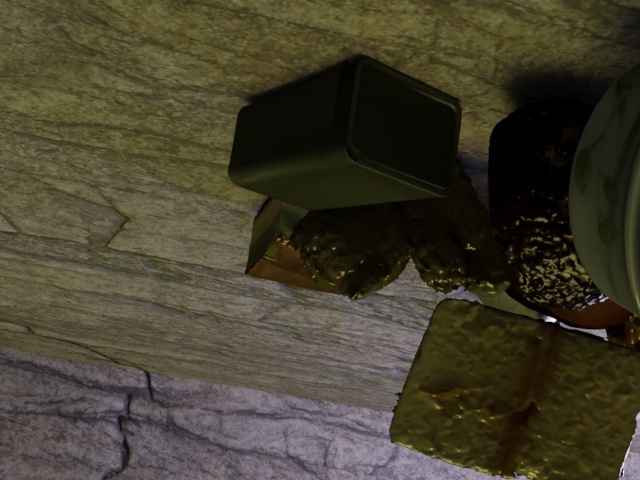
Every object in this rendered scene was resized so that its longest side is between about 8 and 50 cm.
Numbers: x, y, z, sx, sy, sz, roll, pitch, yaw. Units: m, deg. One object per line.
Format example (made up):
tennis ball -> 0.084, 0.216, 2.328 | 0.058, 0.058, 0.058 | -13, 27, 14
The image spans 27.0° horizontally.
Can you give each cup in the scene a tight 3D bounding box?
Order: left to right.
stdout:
cup -> 0.373, -0.050, 1.314 | 0.347, 0.347, 0.163 | 19, 180, -35

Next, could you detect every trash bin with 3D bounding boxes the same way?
trash bin -> 0.025, -0.112, 1.575 | 0.164, 0.122, 0.240 | 18, 163, -35

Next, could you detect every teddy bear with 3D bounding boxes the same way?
teddy bear -> 0.096, -0.004, 1.724 | 0.256, 0.156, 0.267 | -25, -146, -17

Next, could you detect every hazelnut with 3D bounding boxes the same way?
hazelnut -> 0.344, 0.035, 1.776 | 0.186, 0.210, 0.210 | 55, 150, -9

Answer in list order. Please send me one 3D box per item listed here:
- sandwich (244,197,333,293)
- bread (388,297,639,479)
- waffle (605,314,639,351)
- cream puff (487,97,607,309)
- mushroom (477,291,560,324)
sandwich -> 0.000, 0.000, 1.998 | 0.186, 0.108, 0.220 | 11, 161, -12
bread -> 0.275, 0.206, 1.872 | 0.345, 0.242, 0.405 | 19, 176, -1
waffle -> 0.538, 0.181, 2.044 | 0.224, 0.098, 0.328 | 43, 166, 43
cream puff -> 0.277, -0.041, 1.480 | 0.164, 0.239, 0.239 | -8, 159, 21
mushroom -> 0.328, 0.091, 2.185 | 0.159, 0.122, 0.329 | 42, 173, 19
